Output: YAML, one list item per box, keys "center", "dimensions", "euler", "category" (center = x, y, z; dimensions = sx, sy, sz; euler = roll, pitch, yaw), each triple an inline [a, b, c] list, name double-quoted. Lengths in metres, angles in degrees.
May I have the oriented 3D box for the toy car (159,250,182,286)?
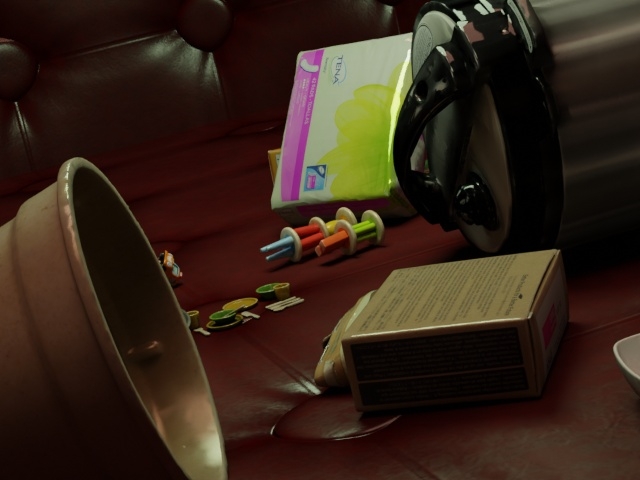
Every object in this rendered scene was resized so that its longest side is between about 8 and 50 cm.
- center: [-0.226, 0.035, 2.208]
  dimensions: [0.040, 0.060, 0.122]
  euler: [17, 15, -13]
  category: "toy car"

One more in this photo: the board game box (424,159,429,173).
- center: [0.079, -0.094, 2.516]
  dimensions: [0.259, 0.030, 0.136]
  euler: [-9, 11, 14]
  category: "board game box"

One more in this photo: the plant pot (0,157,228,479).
- center: [-0.289, 0.137, 1.354]
  dimensions: [0.305, 0.334, 0.334]
  euler: [-23, 13, 4]
  category: "plant pot"

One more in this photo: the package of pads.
- center: [0.059, -0.173, 2.339]
  dimensions: [0.229, 0.297, 0.101]
  euler: [-5, -26, 31]
  category: "package of pads"

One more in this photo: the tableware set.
- center: [-0.106, 0.084, 1.951]
  dimensions: [0.154, 0.024, 0.104]
  euler: [-19, 14, -24]
  category: "tableware set"

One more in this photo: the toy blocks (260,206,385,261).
- center: [0.000, 0.000, 2.137]
  dimensions: [0.148, 0.054, 0.123]
  euler: [-20, 15, -29]
  category: "toy blocks"

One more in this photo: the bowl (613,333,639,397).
- center: [0.341, 0.117, 1.329]
  dimensions: [0.142, 0.053, 0.142]
  euler: [-12, 13, -1]
  category: "bowl"

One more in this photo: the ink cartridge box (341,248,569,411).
- center: [0.146, 0.090, 1.547]
  dimensions: [0.193, 0.088, 0.234]
  euler: [-7, 14, 19]
  category: "ink cartridge box"

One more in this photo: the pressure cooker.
- center: [0.292, -0.168, 1.885]
  dimensions: [0.420, 0.370, 0.375]
  euler: [-16, 18, -11]
  category: "pressure cooker"

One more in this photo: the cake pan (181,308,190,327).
- center: [-0.306, 0.110, 1.819]
  dimensions: [0.293, 0.054, 0.293]
  euler: [-12, 14, 3]
  category: "cake pan"

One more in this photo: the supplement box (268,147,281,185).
- center: [0.029, -0.130, 2.479]
  dimensions: [0.233, 0.080, 0.078]
  euler: [-1, 12, 37]
  category: "supplement box"

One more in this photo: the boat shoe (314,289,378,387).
- center: [0.035, 0.108, 1.643]
  dimensions: [0.072, 0.068, 0.190]
  euler: [-20, 10, 22]
  category: "boat shoe"
